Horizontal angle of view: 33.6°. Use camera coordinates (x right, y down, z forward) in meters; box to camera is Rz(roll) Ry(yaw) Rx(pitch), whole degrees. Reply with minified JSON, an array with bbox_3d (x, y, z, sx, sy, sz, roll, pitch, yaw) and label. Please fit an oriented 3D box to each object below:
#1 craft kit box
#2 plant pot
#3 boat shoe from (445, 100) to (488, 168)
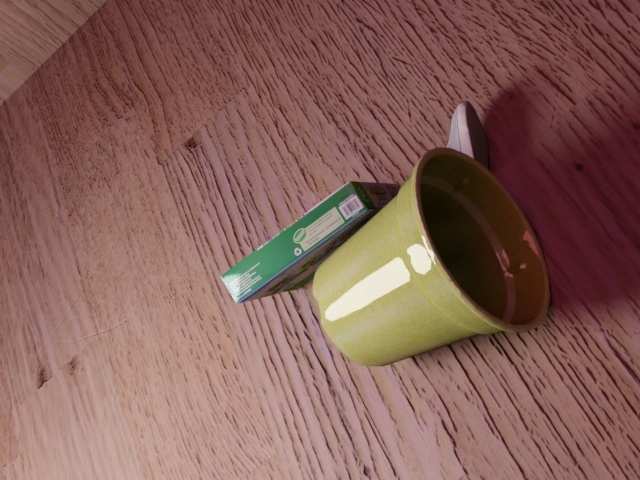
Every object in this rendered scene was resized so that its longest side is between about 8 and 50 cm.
[{"bbox_3d":[0.000,0.000,1.634,0.250,0.247,0.061,-36,78,17],"label":"craft kit box"},{"bbox_3d":[0.136,0.050,1.488,0.254,0.276,0.276,-33,45,36],"label":"plant pot"},{"bbox_3d":[0.211,-0.112,1.634,0.081,0.079,0.227,-15,58,28],"label":"boat shoe"}]
